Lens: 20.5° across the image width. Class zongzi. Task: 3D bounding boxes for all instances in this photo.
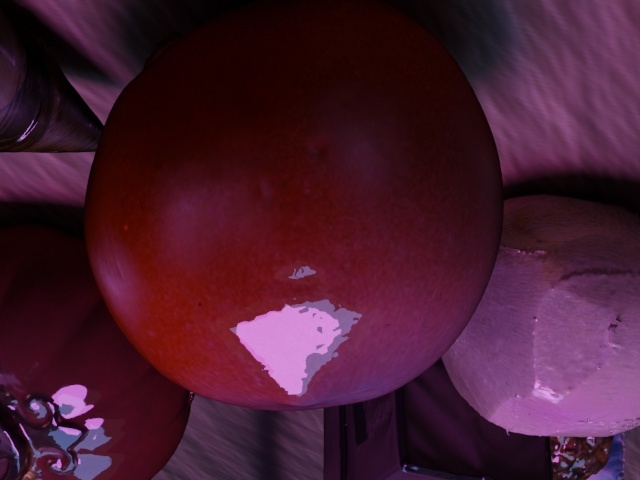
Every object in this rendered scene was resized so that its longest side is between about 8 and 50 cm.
[{"bbox_3d":[-0.305,-0.106,1.383,0.221,0.112,0.242,-11,154,21],"label":"zongzi"}]

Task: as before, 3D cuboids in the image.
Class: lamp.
[{"bbox_3d":[-0.269,0.127,1.711,0.303,0.257,0.303,15,127,21],"label":"lamp"}]

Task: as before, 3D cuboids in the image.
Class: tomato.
[{"bbox_3d":[-0.016,-0.020,1.316,0.321,0.321,0.321,1,156,0],"label":"tomato"}]

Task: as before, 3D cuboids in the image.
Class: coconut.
[{"bbox_3d":[0.213,0.071,1.618,0.230,0.227,0.227,2,157,-21],"label":"coconut"}]

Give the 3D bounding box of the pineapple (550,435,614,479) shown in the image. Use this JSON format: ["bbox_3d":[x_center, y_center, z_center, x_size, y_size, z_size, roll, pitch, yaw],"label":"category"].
[{"bbox_3d":[0.169,0.204,2.002,0.310,0.141,0.170,6,111,-4],"label":"pineapple"}]

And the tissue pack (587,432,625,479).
[{"bbox_3d":[0.217,0.264,2.176,0.271,0.124,0.201,8,152,-13],"label":"tissue pack"}]

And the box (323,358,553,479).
[{"bbox_3d":[0.113,0.151,1.763,0.188,0.252,0.153,14,152,-24],"label":"box"}]
